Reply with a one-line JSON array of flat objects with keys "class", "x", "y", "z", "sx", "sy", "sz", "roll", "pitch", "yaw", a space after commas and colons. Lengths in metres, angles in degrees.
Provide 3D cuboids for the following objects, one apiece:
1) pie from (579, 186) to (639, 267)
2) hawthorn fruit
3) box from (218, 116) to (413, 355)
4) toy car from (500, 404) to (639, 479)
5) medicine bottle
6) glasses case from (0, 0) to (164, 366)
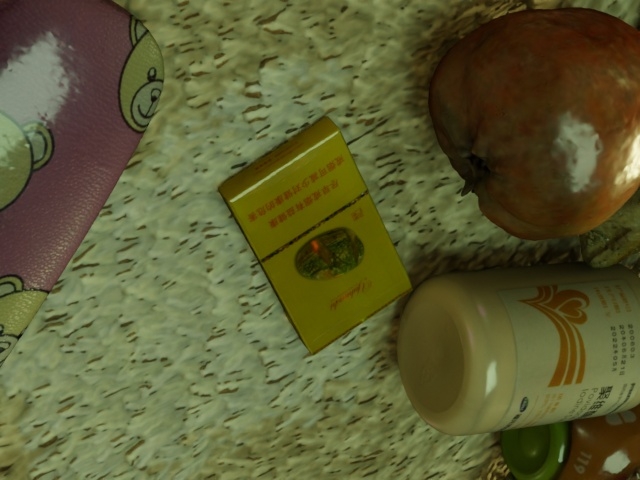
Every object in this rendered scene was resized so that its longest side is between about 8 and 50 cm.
[{"class": "pie", "x": 0.254, "y": -0.036, "z": 1.106, "sx": 0.163, "sy": 0.079, "sz": 0.193, "roll": -36, "pitch": 166, "yaw": 35}, {"class": "hawthorn fruit", "x": 0.151, "y": -0.094, "z": 1.009, "sx": 0.149, "sy": 0.149, "sz": 0.189, "roll": 43, "pitch": 75, "yaw": -42}, {"class": "box", "x": 0.000, "y": 0.000, "z": 1.052, "sx": 0.087, "sy": 0.023, "sz": 0.155, "roll": -35, "pitch": 131, "yaw": -10}, {"class": "toy car", "x": 0.230, "y": 0.237, "z": 1.216, "sx": 0.145, "sy": 0.235, "sz": 0.235, "roll": 4, "pitch": 117, "yaw": -32}, {"class": "medicine bottle", "x": 0.185, "y": 0.071, "z": 1.148, "sx": 0.252, "sy": 0.114, "sz": 0.114, "roll": -4, "pitch": 122, "yaw": -30}, {"class": "glasses case", "x": -0.203, "y": -0.003, "z": 0.891, "sx": 0.123, "sy": 0.076, "sz": 0.316, "roll": 24, "pitch": 106, "yaw": -40}]
